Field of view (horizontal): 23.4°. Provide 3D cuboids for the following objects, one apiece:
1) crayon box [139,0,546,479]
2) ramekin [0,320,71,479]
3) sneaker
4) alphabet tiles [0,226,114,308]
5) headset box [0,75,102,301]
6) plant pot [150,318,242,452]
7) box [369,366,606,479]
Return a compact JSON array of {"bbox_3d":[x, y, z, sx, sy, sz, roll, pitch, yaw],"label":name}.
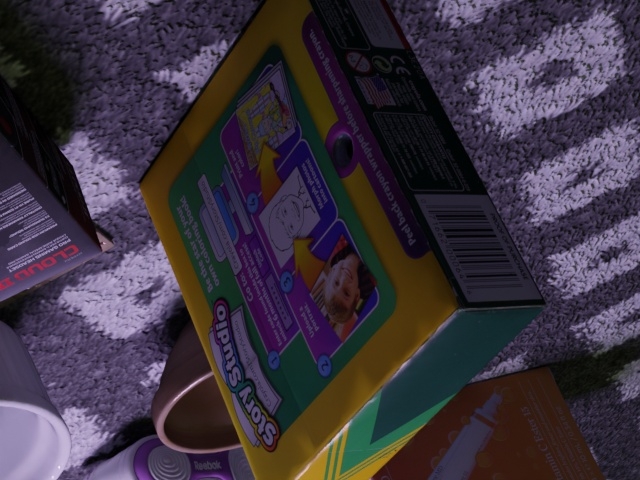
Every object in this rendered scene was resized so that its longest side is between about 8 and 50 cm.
[{"bbox_3d":[0.000,0.000,1.361,0.106,0.363,0.313,0,144,-37],"label":"crayon box"},{"bbox_3d":[-0.405,0.191,1.567,0.277,0.135,0.277,-19,148,-12],"label":"ramekin"},{"bbox_3d":[-0.186,0.324,2.065,0.152,0.114,0.305,-25,150,32],"label":"sneaker"},{"bbox_3d":[-0.336,0.006,1.491,0.198,0.009,0.237,-28,151,8],"label":"alphabet tiles"},{"bbox_3d":[-0.334,-0.035,1.304,0.218,0.110,0.293,-25,149,2],"label":"headset box"},{"bbox_3d":[-0.093,0.142,1.796,0.237,0.110,0.237,-19,152,-10],"label":"plant pot"},{"bbox_3d":[0.206,0.346,2.256,0.345,0.215,0.168,-12,149,-22],"label":"box"}]
